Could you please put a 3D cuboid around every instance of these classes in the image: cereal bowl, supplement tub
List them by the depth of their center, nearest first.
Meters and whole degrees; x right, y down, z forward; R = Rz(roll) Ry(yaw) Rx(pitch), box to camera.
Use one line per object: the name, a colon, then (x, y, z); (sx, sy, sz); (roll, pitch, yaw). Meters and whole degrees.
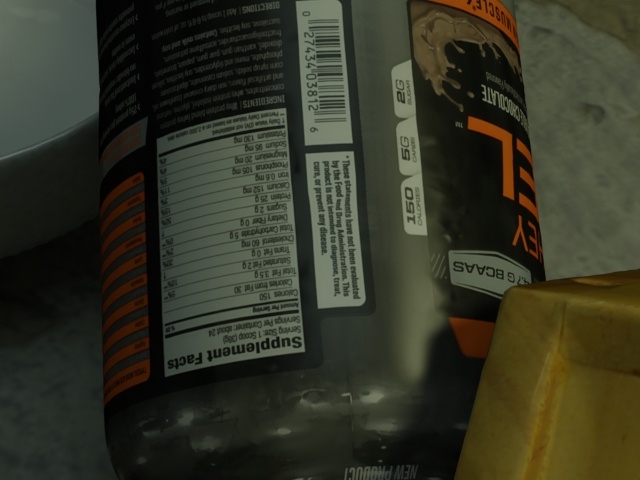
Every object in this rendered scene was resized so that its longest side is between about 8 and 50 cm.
supplement tub: (0.000, 0.000, 0.736); (0.207, 0.207, 0.338); (-3, 73, -1)
cereal bowl: (-0.231, -0.102, 0.945); (0.339, 0.141, 0.339); (-1, 47, 1)

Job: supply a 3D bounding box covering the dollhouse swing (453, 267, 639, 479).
dollhouse swing: (0.245, 0.184, 0.591); (0.346, 0.305, 0.315); (7, 5, 32)
